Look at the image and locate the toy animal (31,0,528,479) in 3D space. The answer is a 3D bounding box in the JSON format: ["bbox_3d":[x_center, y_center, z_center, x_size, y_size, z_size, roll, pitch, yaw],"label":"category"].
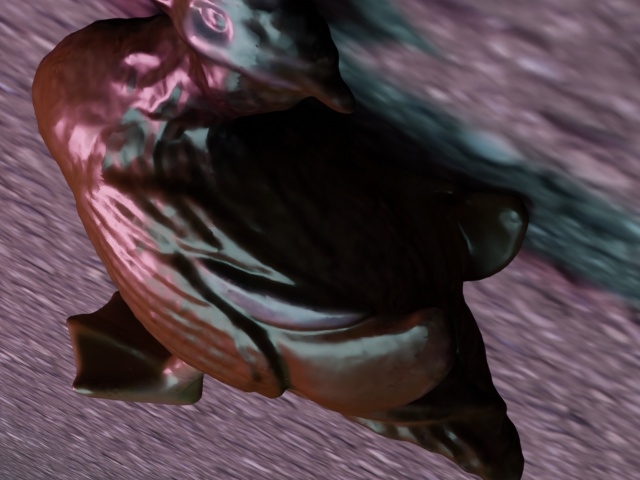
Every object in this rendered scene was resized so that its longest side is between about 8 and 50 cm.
[{"bbox_3d":[0.000,0.000,0.506,0.188,0.089,0.179,35,149,-3],"label":"toy animal"}]
